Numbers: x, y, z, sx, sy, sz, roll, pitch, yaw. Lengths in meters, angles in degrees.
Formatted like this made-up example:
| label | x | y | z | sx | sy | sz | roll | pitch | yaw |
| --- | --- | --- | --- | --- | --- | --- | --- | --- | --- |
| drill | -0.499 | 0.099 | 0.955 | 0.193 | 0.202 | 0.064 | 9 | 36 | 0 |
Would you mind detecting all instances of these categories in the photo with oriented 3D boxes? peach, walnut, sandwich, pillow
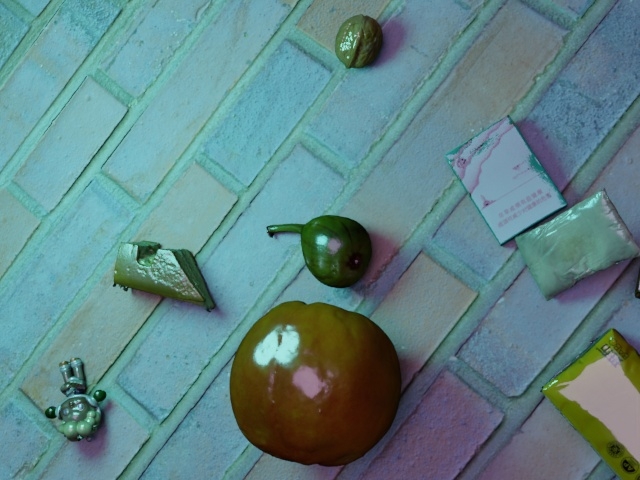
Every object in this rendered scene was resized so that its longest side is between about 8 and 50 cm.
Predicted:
| label | x | y | z | sx | sy | sz | roll | pitch | yaw |
| --- | --- | --- | --- | --- | --- | --- | --- | --- | --- |
| peach | -0.010 | 0.293 | 1.695 | 0.343 | 0.343 | 0.302 | 7 | 66 | 17 |
| walnut | 0.084 | -0.439 | 1.897 | 0.105 | 0.105 | 0.124 | 21 | 97 | 18 |
| sandwich | -0.344 | 0.076 | 1.934 | 0.235 | 0.122 | 0.128 | 12 | 89 | 15 |
| pillow | 0.499 | 0.011 | 1.670 | 0.229 | 0.050 | 0.148 | -35 | 88 | 40 |

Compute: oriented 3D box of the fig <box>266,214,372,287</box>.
| label | x | y | z | sx | sy | sz | roll | pitch | yaw |
| --- | --- | --- | --- | --- | --- | --- | --- | --- | --- |
| fig | 0.000 | 0.000 | 1.862 | 0.259 | 0.151 | 0.151 | 30 | 91 | 46 |

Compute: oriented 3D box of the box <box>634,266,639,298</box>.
| label | x | y | z | sx | sy | sz | roll | pitch | yaw |
| --- | --- | --- | --- | --- | --- | --- | --- | --- | --- |
| box | 0.822 | -0.025 | 1.599 | 0.385 | 0.122 | 0.344 | 11 | 85 | 18 |

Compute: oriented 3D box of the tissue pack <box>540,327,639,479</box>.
| label | x | y | z | sx | sy | sz | roll | pitch | yaw |
| --- | --- | --- | --- | --- | --- | --- | --- | --- | --- |
| tissue pack | 0.574 | 0.323 | 1.612 | 0.192 | 0.134 | 0.271 | -43 | 73 | 5 |

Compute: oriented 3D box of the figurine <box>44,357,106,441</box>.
| label | x | y | z | sx | sy | sz | roll | pitch | yaw |
| --- | --- | --- | --- | --- | --- | --- | --- | --- | --- |
| figurine | -0.563 | 0.367 | 1.965 | 0.147 | 0.093 | 0.197 | -20 | 75 | 1 |

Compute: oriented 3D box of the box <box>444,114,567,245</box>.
| label | x | y | z | sx | sy | sz | roll | pitch | yaw |
| --- | --- | --- | --- | --- | --- | --- | --- | --- | --- |
| box | 0.385 | -0.125 | 1.782 | 0.161 | 0.042 | 0.226 | -32 | 77 | 9 |
